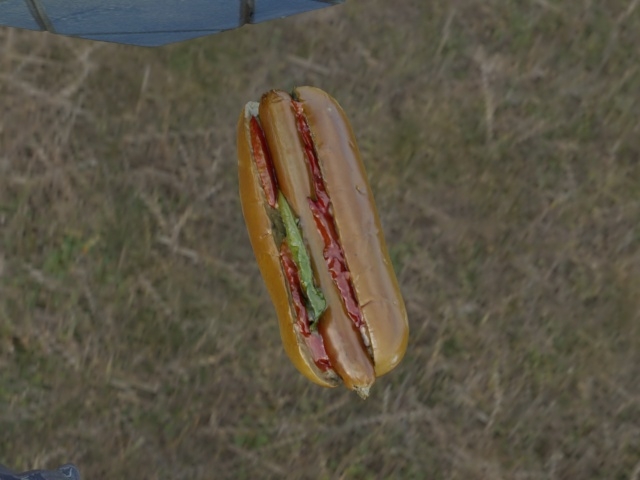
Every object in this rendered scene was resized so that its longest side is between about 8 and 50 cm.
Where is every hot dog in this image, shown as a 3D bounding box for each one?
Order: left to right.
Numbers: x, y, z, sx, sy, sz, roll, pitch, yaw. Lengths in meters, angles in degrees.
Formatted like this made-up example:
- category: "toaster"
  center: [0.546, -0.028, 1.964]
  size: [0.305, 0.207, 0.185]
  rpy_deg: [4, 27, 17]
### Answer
- category: "hot dog"
  center: [0.000, 0.000, 1.141]
  size: [0.092, 0.062, 0.235]
  rpy_deg: [-18, 67, -1]

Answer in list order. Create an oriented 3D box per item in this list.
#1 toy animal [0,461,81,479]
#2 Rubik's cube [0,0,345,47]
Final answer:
- category: "toy animal"
  center: [-0.310, 0.142, 1.011]
  size: [0.367, 0.081, 0.206]
  rpy_deg: [-13, 63, -9]
- category: "Rubik's cube"
  center: [-0.121, -0.250, 1.123]
  size: [0.205, 0.205, 0.207]
  rpy_deg: [3, 82, -48]
